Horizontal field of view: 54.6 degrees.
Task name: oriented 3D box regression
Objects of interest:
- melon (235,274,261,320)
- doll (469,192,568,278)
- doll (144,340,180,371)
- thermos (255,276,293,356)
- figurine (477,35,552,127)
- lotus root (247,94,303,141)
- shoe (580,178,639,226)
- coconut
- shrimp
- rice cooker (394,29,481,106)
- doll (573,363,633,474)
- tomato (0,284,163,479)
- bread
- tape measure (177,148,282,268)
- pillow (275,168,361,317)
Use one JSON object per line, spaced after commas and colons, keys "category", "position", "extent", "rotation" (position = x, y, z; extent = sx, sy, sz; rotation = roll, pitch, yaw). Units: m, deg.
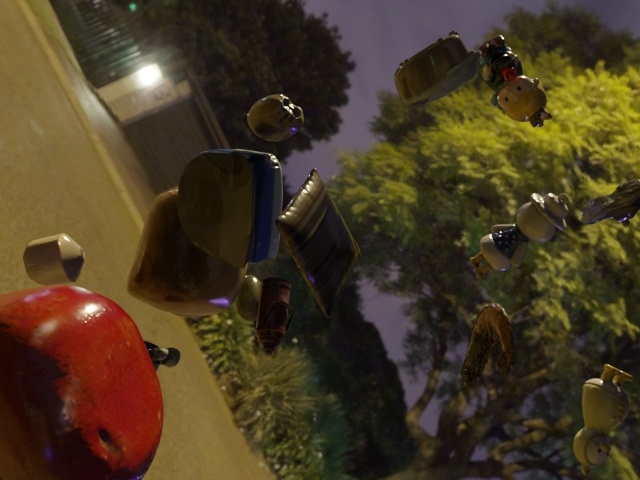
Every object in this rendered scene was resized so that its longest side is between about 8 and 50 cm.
{"category": "melon", "position": [-0.232, 0.188, 2.042], "extent": [0.099, 0.099, 0.162], "rotation": [72, 11, -54]}
{"category": "doll", "position": [0.499, -0.015, 1.549], "extent": [0.119, 0.293, 0.138], "rotation": [26, 32, -34]}
{"category": "doll", "position": [-0.497, 0.347, 1.573], "extent": [0.154, 0.228, 0.258], "rotation": [51, 18, -7]}
{"category": "thermos", "position": [-0.145, 0.232, 1.828], "extent": [0.099, 0.124, 0.232], "rotation": [31, 49, -34]}
{"category": "figurine", "position": [0.501, -0.405, 1.601], "extent": [0.185, 0.127, 0.234], "rotation": [49, 22, -55]}
{"category": "lotus root", "position": [-0.110, -0.275, 1.420], "extent": [0.113, 0.088, 0.192], "rotation": [31, -16, -24]}
{"category": "shoe", "position": [0.745, -0.074, 1.550], "extent": [0.099, 0.169, 0.071], "rotation": [43, 31, -21]}
{"category": "coconut", "position": [-0.756, 0.054, 1.782], "extent": [0.147, 0.153, 0.147], "rotation": [170, -90, -84]}
{"category": "shrimp", "position": [0.475, 0.328, 1.752], "extent": [0.222, 0.054, 0.290], "rotation": [-109, -149, -60]}
{"category": "rice cooker", "position": [0.271, -0.396, 1.447], "extent": [0.127, 0.206, 0.145], "rotation": [54, 2, -10]}
{"category": "doll", "position": [0.758, 0.485, 1.666], "extent": [0.141, 0.296, 0.117], "rotation": [24, -15, -30]}
{"category": "tomato", "position": [-0.377, 0.226, 0.864], "extent": [0.290, 0.293, 0.325], "rotation": [-35, 108, -59]}
{"category": "bread", "position": [-0.393, 0.043, 1.877], "extent": [0.253, 0.348, 0.376], "rotation": [103, 2, -73]}
{"category": "tape measure", "position": [-0.213, -0.088, 1.483], "extent": [0.262, 0.138, 0.259], "rotation": [14, -77, 35]}
{"category": "pillow", "position": [0.000, 0.000, 1.152], "extent": [0.212, 0.052, 0.208], "rotation": [63, 32, -22]}
